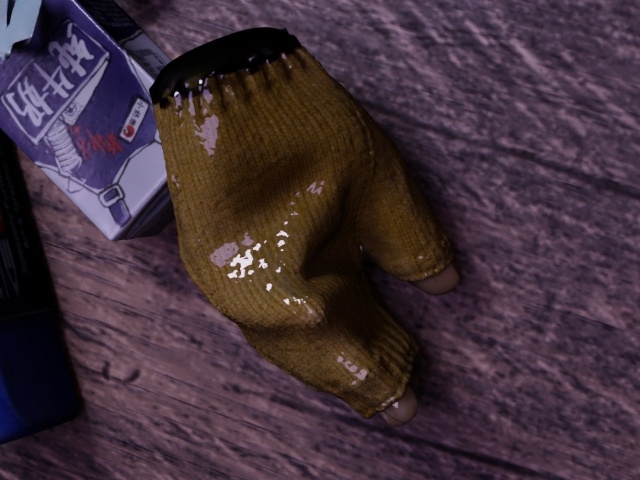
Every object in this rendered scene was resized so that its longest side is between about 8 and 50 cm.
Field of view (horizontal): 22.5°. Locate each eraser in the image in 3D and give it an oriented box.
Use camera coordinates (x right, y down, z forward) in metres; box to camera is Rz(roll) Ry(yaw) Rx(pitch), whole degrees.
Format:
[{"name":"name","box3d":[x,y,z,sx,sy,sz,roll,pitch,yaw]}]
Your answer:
[{"name":"eraser","box3d":[-0.324,0.022,1.448,0.102,0.155,0.332,-18,87,18]}]

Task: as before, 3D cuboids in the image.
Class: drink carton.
[{"name":"drink carton","box3d":[-0.196,-0.119,1.426,0.222,0.102,0.134,45,104,10]}]

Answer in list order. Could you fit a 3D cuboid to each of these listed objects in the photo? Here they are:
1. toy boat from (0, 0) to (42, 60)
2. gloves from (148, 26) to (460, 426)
[{"name":"toy boat","box3d":[-0.349,-0.211,1.428,0.291,0.067,0.220,13,71,43]},{"name":"gloves","box3d":[-0.011,-0.004,1.323,0.155,0.203,0.356,-22,98,58]}]
